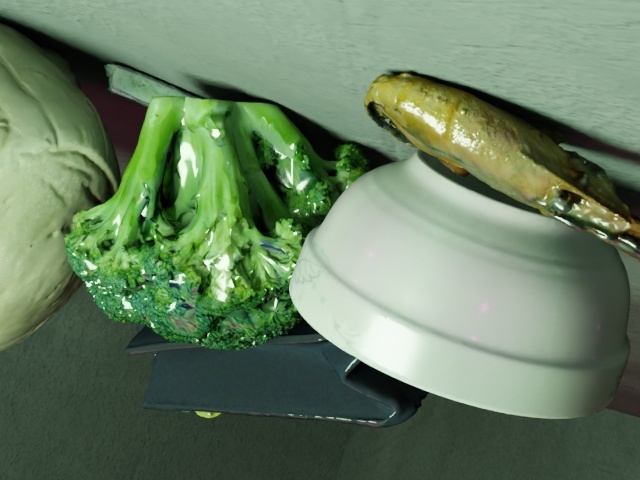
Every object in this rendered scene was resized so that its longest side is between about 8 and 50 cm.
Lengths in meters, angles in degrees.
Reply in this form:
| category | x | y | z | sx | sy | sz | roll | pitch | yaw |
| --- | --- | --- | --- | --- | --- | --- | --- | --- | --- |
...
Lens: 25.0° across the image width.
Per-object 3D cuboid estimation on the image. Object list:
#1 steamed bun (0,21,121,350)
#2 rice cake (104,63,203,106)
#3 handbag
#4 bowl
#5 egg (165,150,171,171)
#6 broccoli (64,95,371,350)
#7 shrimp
| category | x | y | z | sx | sy | sz | roll | pitch | yaw |
| --- | --- | --- | --- | --- | --- | --- | --- | --- | --- |
| steamed bun | -0.318 | -0.063 | 1.427 | 0.247 | 0.236 | 0.383 | 47 | 161 | 19 |
| rice cake | -0.121 | -0.125 | 1.435 | 0.208 | 0.033 | 0.033 | 22 | 172 | -24 |
| handbag | -0.014 | 0.084 | 1.557 | 0.329 | 0.121 | 0.303 | -3 | -157 | 24 |
| bowl | 0.131 | 0.016 | 1.187 | 0.287 | 0.143 | 0.287 | 17 | -163 | -5 |
| egg | -0.152 | -0.039 | 1.757 | 0.182 | 0.141 | 0.141 | 29 | 169 | -31 |
| broccoli | -0.098 | -0.020 | 1.373 | 0.295 | 0.245 | 0.265 | -6 | -163 | -28 |
| shrimp | 0.155 | -0.058 | 1.078 | 0.262 | 0.066 | 0.117 | 32 | -179 | 4 |
